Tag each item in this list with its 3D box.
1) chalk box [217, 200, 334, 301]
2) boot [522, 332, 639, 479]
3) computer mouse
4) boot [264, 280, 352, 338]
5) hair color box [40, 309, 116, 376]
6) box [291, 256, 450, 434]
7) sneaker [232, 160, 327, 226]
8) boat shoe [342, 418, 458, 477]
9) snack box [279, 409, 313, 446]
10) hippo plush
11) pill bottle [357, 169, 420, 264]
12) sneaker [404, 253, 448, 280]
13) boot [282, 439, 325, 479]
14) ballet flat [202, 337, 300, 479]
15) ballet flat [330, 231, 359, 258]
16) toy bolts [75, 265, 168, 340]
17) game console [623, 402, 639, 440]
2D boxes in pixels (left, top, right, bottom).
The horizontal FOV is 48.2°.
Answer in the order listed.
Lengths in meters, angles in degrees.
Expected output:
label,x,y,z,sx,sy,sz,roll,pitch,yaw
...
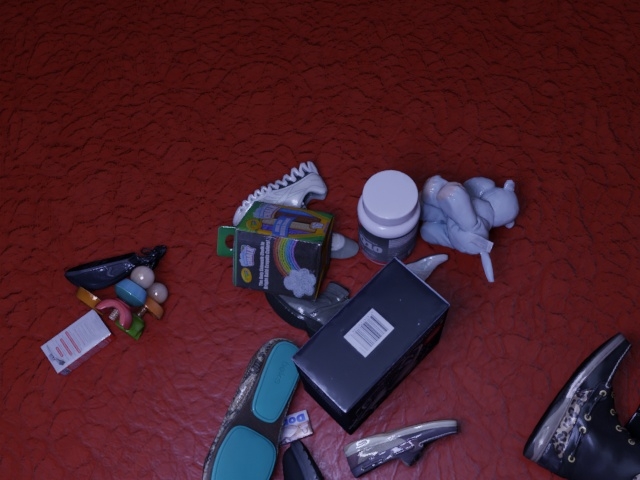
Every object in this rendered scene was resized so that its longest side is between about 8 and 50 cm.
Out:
label,x,y,z,sx,sy,sz,roll,pitch,yaw
chalk box,-0.126,0.018,1.877,0.289,0.180,0.179,11,29,9
boot,0.696,0.438,1.687,0.284,0.138,0.377,37,80,18
computer mouse,-0.554,0.086,1.941,0.272,0.188,0.072,-13,102,1
boot,-0.015,0.165,1.907,0.246,0.083,0.161,35,61,17
hair color box,-0.643,0.272,1.904,0.167,0.053,0.093,-37,70,-13
box,0.123,0.261,1.715,0.343,0.312,0.179,-43,71,-13
sneaker,-0.113,-0.105,2.010,0.292,0.110,0.118,-33,77,-10
boat shoe,0.200,0.500,1.725,0.285,0.103,0.092,-15,71,1
snack box,-0.111,0.484,1.791,0.178,0.022,0.064,-18,65,-4
hippo plush,0.414,-0.094,1.888,0.237,0.234,0.294,-33,42,-23
pill bottle,0.176,-0.057,1.865,0.161,0.283,0.161,-2,66,3
sneaker,0.278,0.077,1.933,0.152,0.054,0.061,-20,91,-9
boot,-0.165,0.717,1.640,0.445,0.146,0.367,-26,65,-2
ballet flat,-0.174,0.454,1.705,0.164,0.182,0.482,36,49,-17
ballet flat,0.000,0.000,1.970,0.213,0.068,0.072,12,67,9
toy bolts,-0.503,0.133,1.842,0.218,0.228,0.158,35,73,-2
game console,0.819,0.455,1.746,0.122,0.071,0.107,35,43,16
